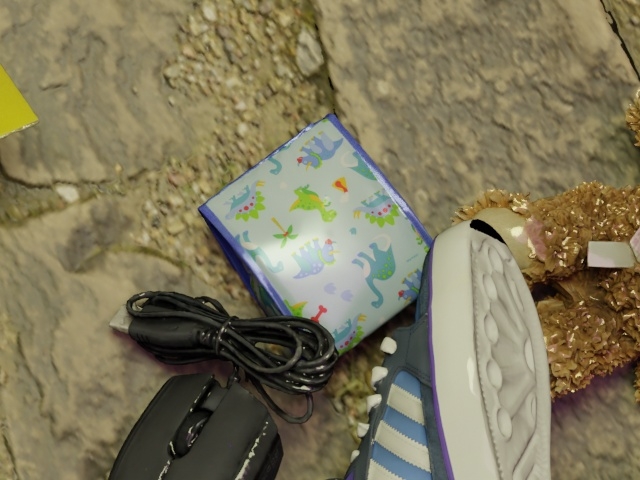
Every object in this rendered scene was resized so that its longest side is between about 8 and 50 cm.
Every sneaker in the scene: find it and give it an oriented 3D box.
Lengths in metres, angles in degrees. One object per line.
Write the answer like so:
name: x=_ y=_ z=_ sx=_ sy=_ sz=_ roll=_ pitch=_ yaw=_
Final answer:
sneaker: x=0.038 y=0.161 z=1.170 sx=0.236 sy=0.130 sz=0.323 roll=-16 pitch=68 yaw=30

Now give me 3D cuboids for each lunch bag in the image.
lunch bag: x=0.000 y=0.000 z=1.238 sx=0.129 sy=0.096 sz=0.151 roll=-37 pitch=97 yaw=-12

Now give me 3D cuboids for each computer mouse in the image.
computer mouse: x=-0.105 y=0.172 z=1.175 sx=0.188 sy=0.072 sz=0.272 roll=11 pitch=85 yaw=33

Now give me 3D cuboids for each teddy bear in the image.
teddy bear: x=0.261 y=0.016 z=1.267 sx=0.338 sy=0.113 sz=0.245 roll=-31 pitch=88 yaw=-7

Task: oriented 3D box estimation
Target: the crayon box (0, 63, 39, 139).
crayon box: x=-0.376 y=-0.059 z=1.162 sx=0.318 sy=0.081 sz=0.202 roll=-28 pitch=61 yaw=-16
